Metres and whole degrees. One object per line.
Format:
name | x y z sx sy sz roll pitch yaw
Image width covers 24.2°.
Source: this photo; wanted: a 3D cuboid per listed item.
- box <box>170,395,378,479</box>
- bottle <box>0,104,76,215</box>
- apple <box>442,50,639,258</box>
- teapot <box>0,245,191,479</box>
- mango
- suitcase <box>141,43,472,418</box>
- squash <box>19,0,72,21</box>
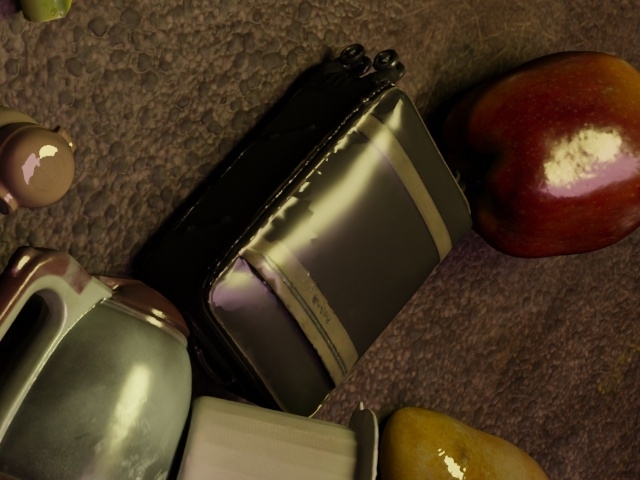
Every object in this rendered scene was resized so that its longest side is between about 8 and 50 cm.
box | -0.067 0.289 1.646 0.206 0.291 0.262 16 88 -7
bottle | -0.328 -0.082 1.476 0.110 0.209 0.097 -50 129 -19
apple | 0.324 -0.116 2.011 0.317 0.288 0.288 -14 112 -25
teapot | -0.276 0.169 1.588 0.315 0.233 0.312 44 62 -49
mango | 0.221 0.380 2.131 0.221 0.199 0.384 -47 116 -15
suitcase | 0.000 0.000 1.813 0.434 0.194 0.283 -48 130 -20
squash | -0.312 -0.344 1.508 0.083 0.083 0.250 -39 129 -27
